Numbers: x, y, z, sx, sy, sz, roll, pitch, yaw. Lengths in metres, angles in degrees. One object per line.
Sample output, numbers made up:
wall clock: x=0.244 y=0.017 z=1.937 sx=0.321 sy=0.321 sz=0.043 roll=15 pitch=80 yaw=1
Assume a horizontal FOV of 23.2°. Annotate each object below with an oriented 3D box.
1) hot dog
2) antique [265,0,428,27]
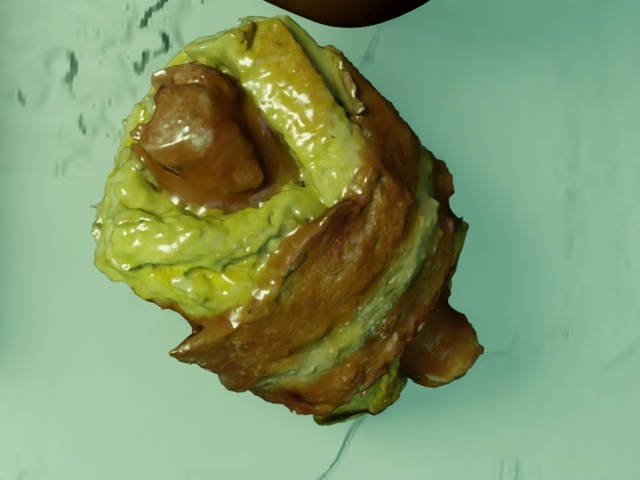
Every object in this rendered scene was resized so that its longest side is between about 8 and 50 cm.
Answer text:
hot dog: x=0.000 y=0.000 z=0.650 sx=0.213 sy=0.103 sz=0.146 roll=34 pitch=67 yaw=-40
antique: x=0.035 y=-0.192 z=0.606 sx=0.223 sy=0.129 sz=0.278 roll=-66 pitch=170 yaw=25
